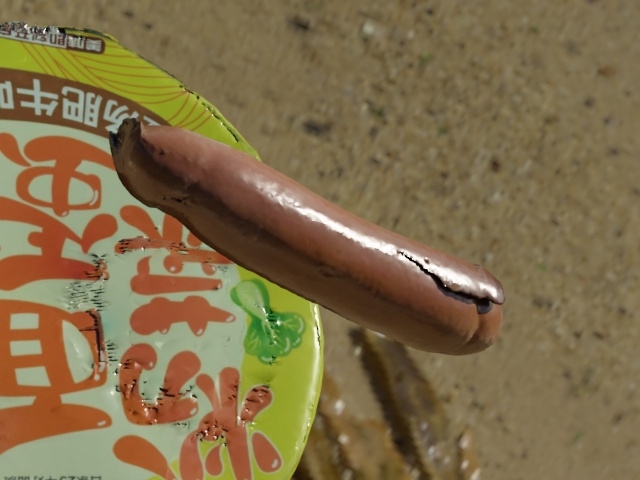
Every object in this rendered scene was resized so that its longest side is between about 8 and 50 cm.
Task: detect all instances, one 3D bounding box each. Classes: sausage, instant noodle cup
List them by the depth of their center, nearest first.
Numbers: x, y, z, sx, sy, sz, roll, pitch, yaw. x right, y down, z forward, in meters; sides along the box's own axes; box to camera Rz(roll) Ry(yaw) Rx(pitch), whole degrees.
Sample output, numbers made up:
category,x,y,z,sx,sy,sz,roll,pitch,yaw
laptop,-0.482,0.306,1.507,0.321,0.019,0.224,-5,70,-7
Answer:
category,x,y,z,sx,sy,sz,roll,pitch,yaw
sausage,-0.001,0.001,0.695,0.176,0.040,0.047,25,32,-29
instant noodle cup,-0.176,0.066,0.960,0.311,0.221,0.311,10,63,-21
